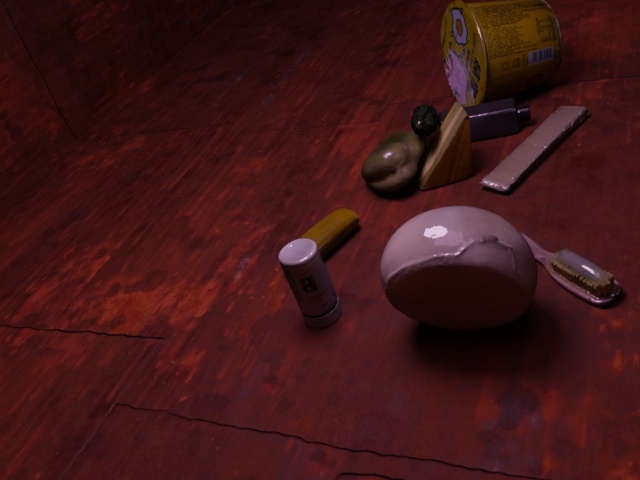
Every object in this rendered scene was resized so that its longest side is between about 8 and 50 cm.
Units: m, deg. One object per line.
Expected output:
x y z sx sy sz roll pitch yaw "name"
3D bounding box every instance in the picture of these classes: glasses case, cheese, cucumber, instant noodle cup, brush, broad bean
0.000 0.000 1.614 0.079 0.064 0.234 21 51 43 "glasses case"
0.554 -0.241 1.684 0.400 0.034 0.085 -40 38 -25 "cheese"
0.281 -0.318 1.760 0.077 0.077 0.265 -13 17 12 "cucumber"
0.525 -0.555 1.916 0.254 0.326 0.326 -15 33 -6 "instant noodle cup"
0.469 0.031 1.325 0.072 0.067 0.313 -30 33 -12 "brush"
0.199 -0.215 1.774 0.189 0.121 0.263 -26 13 29 "broad bean"

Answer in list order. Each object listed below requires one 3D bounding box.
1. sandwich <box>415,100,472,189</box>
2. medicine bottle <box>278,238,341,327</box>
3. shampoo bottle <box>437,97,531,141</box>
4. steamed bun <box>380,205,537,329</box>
0.308 -0.245 1.693 0.144 0.187 0.117 -12 33 3 "sandwich"
-0.021 0.091 1.390 0.086 0.183 0.086 -15 34 10 "medicine bottle"
0.452 -0.330 1.822 0.246 0.080 0.079 -8 37 18 "shampoo bottle"
0.254 0.039 1.222 0.282 0.283 0.177 -5 53 22 "steamed bun"
